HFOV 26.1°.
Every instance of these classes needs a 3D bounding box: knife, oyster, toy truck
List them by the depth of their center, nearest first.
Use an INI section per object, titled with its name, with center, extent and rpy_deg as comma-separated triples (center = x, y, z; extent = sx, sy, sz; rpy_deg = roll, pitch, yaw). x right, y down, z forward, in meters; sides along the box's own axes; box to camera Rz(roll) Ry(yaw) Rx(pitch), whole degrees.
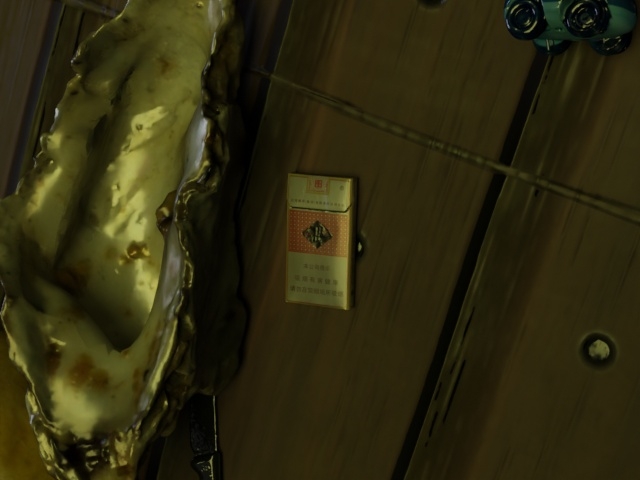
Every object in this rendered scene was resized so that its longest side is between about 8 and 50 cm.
[toy truck]
center = 0.141, -0.150, 0.763
extent = 0.073, 0.056, 0.090
rpy_deg = 6, 87, 31
[oyster]
center = -0.115, 0.010, 0.873
extent = 0.166, 0.110, 0.341
rpy_deg = -5, 89, 14
[knife]
center = -0.078, 0.128, 0.928
extent = 0.023, 0.010, 0.170
rpy_deg = 1, 96, 19

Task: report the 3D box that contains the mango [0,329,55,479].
[mango]
center = -0.228, 0.189, 0.945
extent = 0.167, 0.130, 0.261
rpy_deg = 15, 110, 15

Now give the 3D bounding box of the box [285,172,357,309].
[box]
center = 0.000, 0.000, 0.870
extent = 0.046, 0.012, 0.083
rpy_deg = 6, 101, 26
